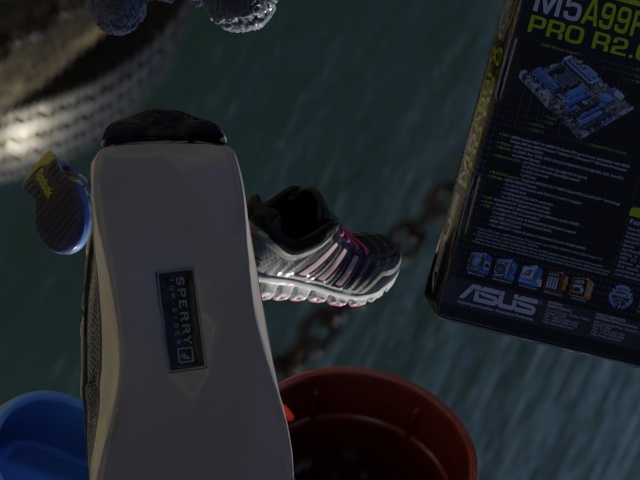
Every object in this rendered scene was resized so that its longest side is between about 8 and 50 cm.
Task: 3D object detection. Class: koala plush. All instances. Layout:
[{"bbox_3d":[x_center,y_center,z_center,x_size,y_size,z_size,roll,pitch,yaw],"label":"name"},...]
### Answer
[{"bbox_3d":[-0.125,-0.319,1.991,0.221,0.196,0.203,-38,128,-75],"label":"koala plush"}]

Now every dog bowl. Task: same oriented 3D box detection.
[{"bbox_3d":[-0.201,0.242,1.813,0.074,0.297,0.166,-47,-156,47],"label":"dog bowl"}]

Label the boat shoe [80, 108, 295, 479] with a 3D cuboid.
[{"bbox_3d":[-0.084,0.102,1.189,0.158,0.127,0.340,108,-19,-74],"label":"boat shoe"}]

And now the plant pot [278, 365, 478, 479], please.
[{"bbox_3d":[0.026,0.336,2.272,0.272,0.272,0.265,-41,153,-42],"label":"plant pot"}]

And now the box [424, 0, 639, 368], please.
[{"bbox_3d":[0.218,-0.030,1.124,0.060,0.270,0.216,-113,-143,-81],"label":"box"}]

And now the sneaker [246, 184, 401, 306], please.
[{"bbox_3d":[0.000,0.000,1.357,0.170,0.063,0.074,2,121,-41],"label":"sneaker"}]

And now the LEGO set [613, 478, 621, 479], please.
[{"bbox_3d":[0.255,0.203,1.448,0.083,0.054,0.023,32,101,-26],"label":"LEGO set"}]

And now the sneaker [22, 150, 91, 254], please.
[{"bbox_3d":[-0.215,-0.027,1.674,0.053,0.144,0.059,-45,121,11],"label":"sneaker"}]
